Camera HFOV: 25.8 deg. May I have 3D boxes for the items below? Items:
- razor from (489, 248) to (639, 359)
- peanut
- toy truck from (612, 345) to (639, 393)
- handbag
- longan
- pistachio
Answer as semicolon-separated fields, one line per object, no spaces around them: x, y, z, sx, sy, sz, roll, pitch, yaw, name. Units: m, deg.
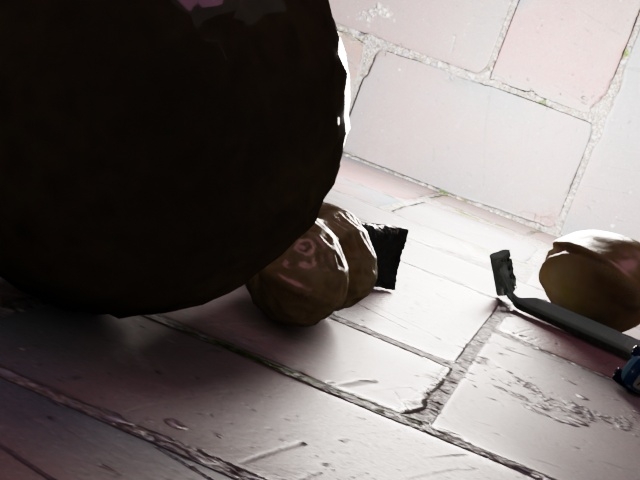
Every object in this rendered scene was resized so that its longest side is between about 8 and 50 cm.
0.375;0.116;2.151;0.278;0.056;0.111;32;-23;31;razor
-0.009;0.027;1.531;0.136;0.120;0.298;19;10;8;peanut
0.433;0.184;1.819;0.090;0.056;0.073;39;10;28;toy truck
0.000;0.000;1.915;0.175;0.088;0.270;16;3;39;handbag
-0.165;-0.120;1.216;0.391;0.391;0.391;20;8;-3;longan
0.450;0.063;2.240;0.181;0.162;0.293;32;0;-12;pistachio
